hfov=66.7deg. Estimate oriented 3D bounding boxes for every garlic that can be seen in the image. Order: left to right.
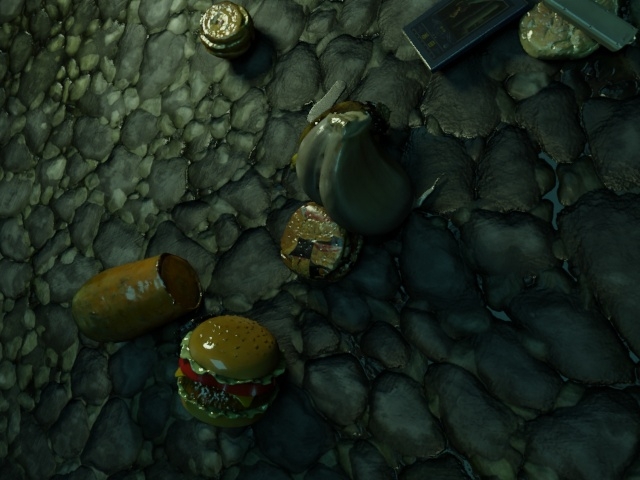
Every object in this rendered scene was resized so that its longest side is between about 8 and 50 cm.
[{"bbox_3d":[0.091,-0.146,1.195,0.231,0.340,0.245,26,89,54],"label":"garlic"}]

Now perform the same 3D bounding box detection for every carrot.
[{"bbox_3d":[-0.545,0.169,1.430,0.341,0.224,0.224,-23,71,15],"label":"carrot"}]

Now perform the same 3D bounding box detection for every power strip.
[{"bbox_3d":[0.598,-0.516,1.103,0.253,0.027,0.060,45,98,15],"label":"power strip"}]

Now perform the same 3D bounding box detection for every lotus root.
[{"bbox_3d":[0.045,-0.264,1.292,0.314,0.141,0.169,-30,73,18],"label":"lotus root"}]

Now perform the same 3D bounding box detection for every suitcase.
[{"bbox_3d":[-0.342,0.251,1.374,0.086,0.126,0.059,-29,82,16],"label":"suitcase"}]

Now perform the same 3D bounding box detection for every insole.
[{"bbox_3d":[0.017,-0.401,1.409,0.053,0.002,0.152,42,98,25],"label":"insole"}]

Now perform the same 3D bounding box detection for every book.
[{"bbox_3d":[0.363,-0.569,1.254,0.269,0.025,0.190,-31,56,16],"label":"book"}]

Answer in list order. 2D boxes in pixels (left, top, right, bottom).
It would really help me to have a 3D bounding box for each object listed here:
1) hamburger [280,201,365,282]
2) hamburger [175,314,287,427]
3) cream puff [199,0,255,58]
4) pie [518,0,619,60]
[{"bbox_3d":[0.000,0.000,1.285,0.231,0.107,0.230,-6,79,31],"label":"hamburger"},{"bbox_3d":[-0.221,0.304,1.218,0.275,0.274,0.212,22,110,26],"label":"hamburger"},{"bbox_3d":[-0.293,-0.652,1.529,0.189,0.129,0.188,-3,73,12],"label":"cream puff"},{"bbox_3d":[0.588,-0.513,1.147,0.218,0.052,0.185,-30,67,14],"label":"pie"}]
